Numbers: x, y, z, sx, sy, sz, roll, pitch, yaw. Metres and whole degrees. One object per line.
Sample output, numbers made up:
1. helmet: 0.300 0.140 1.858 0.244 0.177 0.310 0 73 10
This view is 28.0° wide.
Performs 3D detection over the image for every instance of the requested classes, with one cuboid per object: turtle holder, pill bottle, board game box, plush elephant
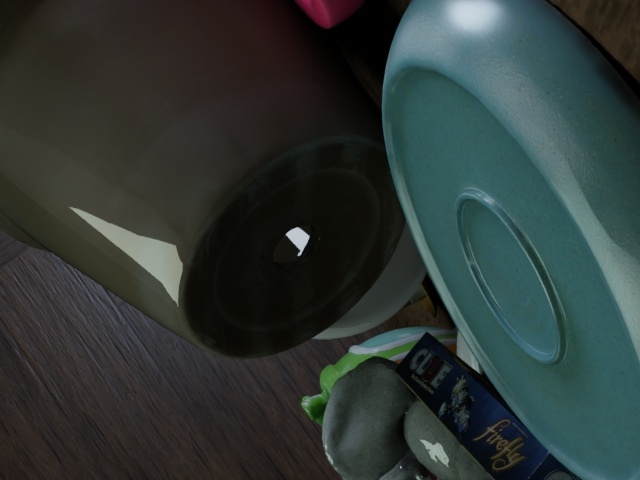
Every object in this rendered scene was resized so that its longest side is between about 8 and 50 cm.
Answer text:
1. turtle holder: 0.133 0.239 1.692 0.243 0.227 0.320 51 176 35
2. pill bottle: 0.000 0.000 1.310 0.204 0.204 0.361 54 176 3
3. board game box: 0.157 0.160 0.899 0.165 0.042 0.243 39 -179 -19
4. plush elephant: 0.147 0.209 1.276 0.271 0.255 0.330 15 -154 13

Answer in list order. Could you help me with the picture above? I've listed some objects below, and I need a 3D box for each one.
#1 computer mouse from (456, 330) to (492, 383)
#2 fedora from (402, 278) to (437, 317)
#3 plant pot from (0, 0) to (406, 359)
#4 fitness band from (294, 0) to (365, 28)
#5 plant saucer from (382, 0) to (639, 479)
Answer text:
1. computer mouse: 0.133 0.076 1.118 0.106 0.042 0.193 65 -171 -80
2. fedora: 0.077 0.037 1.708 0.194 0.079 0.194 55 177 5
3. plant pot: -0.089 -0.073 0.947 0.280 0.323 0.323 45 172 37
4. fitness band: -0.055 -0.263 0.786 0.291 0.054 0.209 57 179 -25
5. plant saucer: 0.113 0.012 0.674 0.318 0.043 0.317 59 168 21
